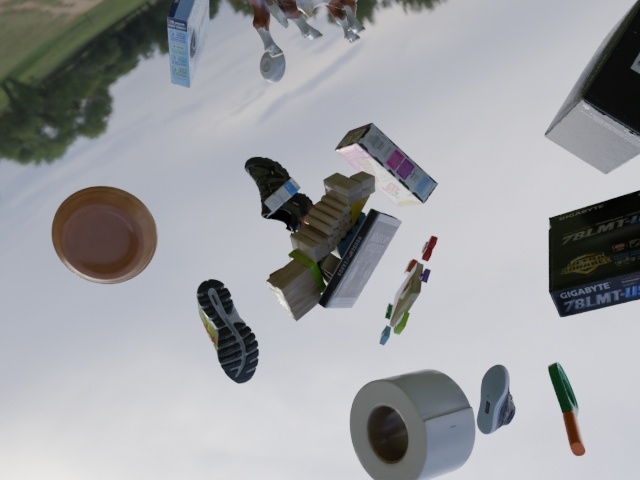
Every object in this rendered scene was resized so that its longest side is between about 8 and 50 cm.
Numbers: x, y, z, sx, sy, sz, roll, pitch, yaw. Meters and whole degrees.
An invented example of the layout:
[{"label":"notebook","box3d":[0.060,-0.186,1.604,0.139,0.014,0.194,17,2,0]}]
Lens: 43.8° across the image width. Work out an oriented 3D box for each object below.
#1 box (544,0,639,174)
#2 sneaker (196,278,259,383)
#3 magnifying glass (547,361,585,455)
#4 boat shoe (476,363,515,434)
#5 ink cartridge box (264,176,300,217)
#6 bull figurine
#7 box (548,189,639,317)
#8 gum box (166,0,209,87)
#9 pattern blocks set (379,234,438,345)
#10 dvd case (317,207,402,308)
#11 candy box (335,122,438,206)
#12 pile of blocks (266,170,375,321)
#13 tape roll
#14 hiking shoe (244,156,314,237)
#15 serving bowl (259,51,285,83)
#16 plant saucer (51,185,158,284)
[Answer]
[{"label":"box","box3d":[0.645,-0.327,1.663,0.296,0.182,0.294,-57,174,-5]},{"label":"sneaker","box3d":[-0.180,0.173,1.525,0.081,0.209,0.094,-19,180,-19]},{"label":"magnifying glass","box3d":[0.427,0.288,1.370,0.026,0.092,0.231,-25,-164,20]},{"label":"boat shoe","box3d":[0.417,0.361,1.853,0.083,0.184,0.065,-11,-149,-38]},{"label":"ink cartridge box","box3d":[-0.080,-0.084,1.558,0.083,0.028,0.048,-40,-174,12]},{"label":"bull figurine","box3d":[-0.002,-0.433,1.367,0.310,0.189,0.101,-20,-178,-31]},{"label":"box","box3d":[0.587,0.007,1.521,0.295,0.073,0.293,-17,-154,25]},{"label":"gum box","box3d":[-0.246,-0.407,1.499,0.184,0.041,0.157,103,0,-61]},{"label":"pattern blocks set","box3d":[0.260,0.161,2.371,0.325,0.026,0.286,120,-9,-52]},{"label":"dvd case","box3d":[0.091,0.045,1.786,0.239,0.029,0.179,-60,159,7]},{"label":"candy box","box3d":[0.164,-0.186,2.011,0.071,0.233,0.159,-54,-165,-12]},{"label":"pile of blocks","box3d":[0.000,0.000,1.794,0.112,0.149,0.362,29,-96,44]},{"label":"tape roll","box3d":[0.207,0.426,1.816,0.169,0.246,0.246,-3,175,-42]},{"label":"hiking shoe","box3d":[-0.115,-0.111,1.957,0.114,0.227,0.086,-41,172,-41]},{"label":"serving bowl","box3d":[-0.119,-0.417,1.899,0.027,0.083,0.083,-5,177,-42]},{"label":"plant saucer","box3d":[-0.410,-0.004,1.508,0.200,0.200,0.037,-30,-160,9]}]
